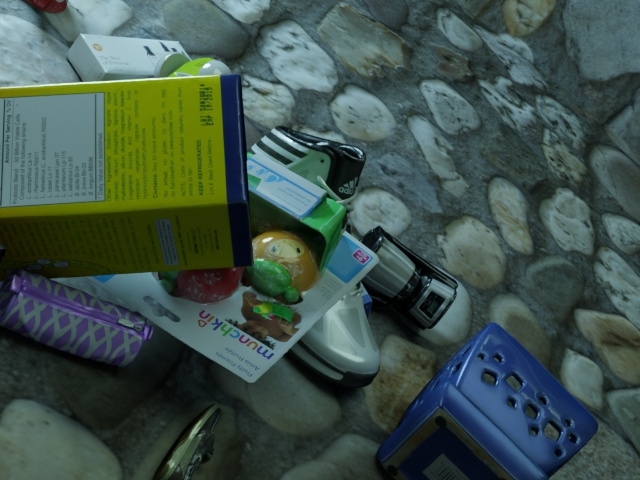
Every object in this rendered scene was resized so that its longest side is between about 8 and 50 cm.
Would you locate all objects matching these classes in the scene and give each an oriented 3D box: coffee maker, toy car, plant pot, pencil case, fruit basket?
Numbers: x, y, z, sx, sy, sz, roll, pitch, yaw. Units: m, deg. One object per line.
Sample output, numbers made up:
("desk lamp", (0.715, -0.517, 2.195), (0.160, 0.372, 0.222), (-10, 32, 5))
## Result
("coffee maker", (0.149, 0.060, 2.132), (0.178, 0.120, 0.171), (37, 30, -8))
("toy car", (-0.230, -0.232, 2.069), (0.182, 0.159, 0.136), (-50, 136, -27))
("plant pot", (0.239, 0.306, 1.816), (0.236, 0.236, 0.212), (45, 38, 8))
("pencil case", (-0.325, 0.104, 1.582), (0.206, 0.088, 0.086), (21, 67, -27))
("fruit basket", (-0.128, 0.017, 1.711), (0.327, 0.165, 0.353), (31, 36, 17))

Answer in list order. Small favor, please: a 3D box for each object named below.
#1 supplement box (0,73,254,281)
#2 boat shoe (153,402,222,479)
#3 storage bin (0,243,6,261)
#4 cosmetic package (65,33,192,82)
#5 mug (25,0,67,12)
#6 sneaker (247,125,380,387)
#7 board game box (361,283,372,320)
("supplement box", (-0.272, -0.078, 1.567), (0.357, 0.195, 0.194), (-3, 64, -3))
("boat shoe", (-0.166, 0.274, 1.580), (0.049, 0.056, 0.152), (43, 40, -5))
("storage bin", (-0.464, 0.054, 1.402), (0.084, 0.180, 0.122), (43, 31, 6))
("cosmetic package", (-0.326, -0.310, 2.141), (0.239, 0.060, 0.099), (-7, 54, -52))
("mug", (-0.455, -0.490, 2.124), (0.113, 0.169, 0.150), (4, 46, -46))
("sneaker", (-0.001, 0.000, 1.907), (0.169, 0.257, 0.447), (-2, 51, -49))
("board game box", (0.053, 0.092, 2.018), (0.020, 0.090, 0.090), (-20, 60, -18))
